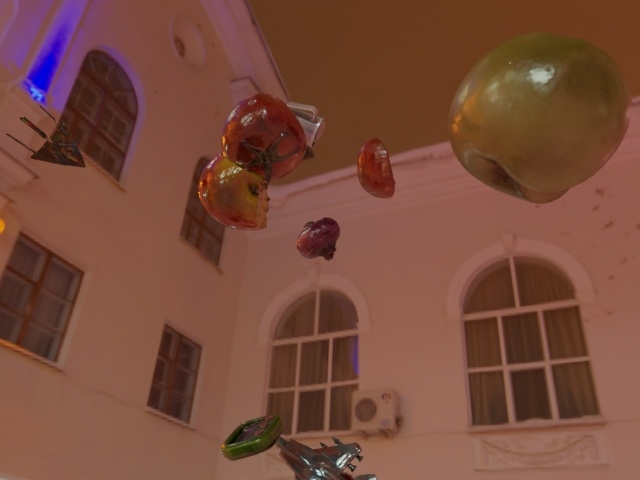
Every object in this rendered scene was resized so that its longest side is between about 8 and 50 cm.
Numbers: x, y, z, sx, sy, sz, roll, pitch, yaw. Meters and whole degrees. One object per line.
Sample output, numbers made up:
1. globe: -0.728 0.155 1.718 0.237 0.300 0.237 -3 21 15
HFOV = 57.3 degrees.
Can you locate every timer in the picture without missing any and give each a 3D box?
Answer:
1. timer: -0.152 0.445 1.326 0.128 0.047 0.140 -21 4 16

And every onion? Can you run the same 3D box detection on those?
1. onion: 0.000 0.000 1.381 0.115 0.104 0.115 -33 -9 -6

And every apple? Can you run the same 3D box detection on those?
1. apple: 0.368 -0.207 0.998 0.291 0.254 0.292 28 -3 2

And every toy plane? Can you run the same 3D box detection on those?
1. toy plane: -0.031 0.548 1.429 0.326 0.223 0.104 20 -35 39

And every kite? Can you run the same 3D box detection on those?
1. kite: -0.556 -0.202 1.222 0.010 0.183 0.160 -38 -64 23

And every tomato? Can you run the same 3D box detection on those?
1. tomato: 0.130 -0.170 1.457 0.069 0.156 0.156 -15 -31 -9
2. tomato: -0.110 -0.195 1.116 0.167 0.167 0.167 3 -32 2

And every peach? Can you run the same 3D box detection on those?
1. peach: -0.152 -0.084 1.009 0.118 0.151 0.151 -13 -33 2

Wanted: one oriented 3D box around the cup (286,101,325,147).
1. cup: -0.048 -0.285 1.389 0.116 0.074 0.104 26 -34 3
